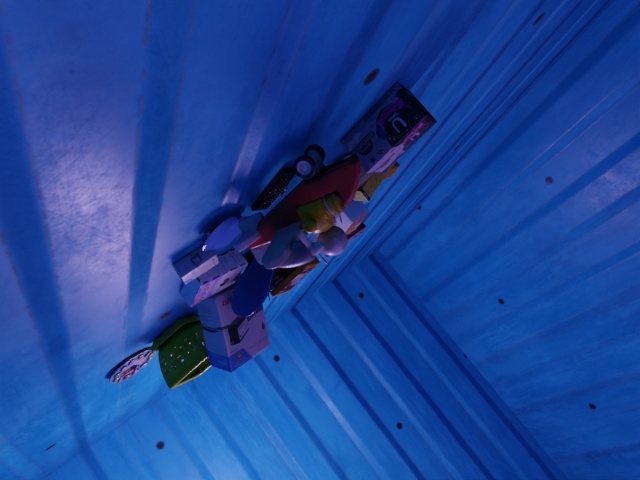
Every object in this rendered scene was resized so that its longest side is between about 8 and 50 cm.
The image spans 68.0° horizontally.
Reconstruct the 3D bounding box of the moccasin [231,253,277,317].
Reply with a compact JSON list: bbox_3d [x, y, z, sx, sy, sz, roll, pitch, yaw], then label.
[{"bbox_3d":[-0.203,0.120,1.705,0.342,0.137,0.117,-60,175,9],"label":"moccasin"}]

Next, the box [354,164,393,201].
[{"bbox_3d":[0.193,-0.247,1.717,0.087,0.058,0.232,9,-120,53],"label":"box"}]

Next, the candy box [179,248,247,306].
[{"bbox_3d":[-0.367,0.126,1.629,0.196,0.070,0.165,-28,164,-41],"label":"candy box"}]

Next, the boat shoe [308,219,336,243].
[{"bbox_3d":[0.000,0.000,2.244,0.267,0.088,0.096,-45,167,29],"label":"boat shoe"}]

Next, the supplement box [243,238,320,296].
[{"bbox_3d":[-0.146,0.074,1.807,0.191,0.194,0.129,-43,168,18],"label":"supplement box"}]

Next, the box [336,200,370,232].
[{"bbox_3d":[0.134,-0.102,2.266,0.130,0.091,0.170,-31,167,-33],"label":"box"}]

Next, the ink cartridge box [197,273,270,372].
[{"bbox_3d":[-0.333,0.309,1.831,0.128,0.308,0.223,6,-158,38],"label":"ink cartridge box"}]

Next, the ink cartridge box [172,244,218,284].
[{"bbox_3d":[-0.376,0.071,1.437,0.122,0.052,0.088,-34,168,-18],"label":"ink cartridge box"}]

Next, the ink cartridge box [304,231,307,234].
[{"bbox_3d":[0.025,-0.154,1.711,0.188,0.097,0.255,-31,166,-34],"label":"ink cartridge box"}]

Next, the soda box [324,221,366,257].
[{"bbox_3d":[0.111,-0.024,2.491,0.263,0.092,0.083,-34,169,-23],"label":"soda box"}]

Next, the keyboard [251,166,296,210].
[{"bbox_3d":[-0.127,-0.153,1.424,0.180,0.023,0.108,-45,167,31],"label":"keyboard"}]

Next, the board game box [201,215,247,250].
[{"bbox_3d":[-0.285,-0.032,1.382,0.133,0.033,0.168,-49,169,16],"label":"board game box"}]

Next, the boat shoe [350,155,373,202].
[{"bbox_3d":[0.075,-0.197,1.601,0.109,0.098,0.302,12,-127,50],"label":"boat shoe"}]

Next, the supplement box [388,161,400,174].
[{"bbox_3d":[0.215,-0.273,1.892,0.233,0.080,0.078,-26,161,-42],"label":"supplement box"}]

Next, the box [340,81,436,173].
[{"bbox_3d":[0.214,-0.337,1.475,0.247,0.142,0.163,-44,168,22],"label":"box"}]

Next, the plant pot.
[{"bbox_3d":[-0.540,0.440,1.958,0.227,0.207,0.228,-41,169,13],"label":"plant pot"}]

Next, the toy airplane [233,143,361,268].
[{"bbox_3d":[-0.052,-0.045,1.332,0.386,0.272,0.384,-51,-170,-19],"label":"toy airplane"}]

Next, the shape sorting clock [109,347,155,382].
[{"bbox_3d":[-0.771,0.519,1.958,0.206,0.040,0.206,-37,169,-9],"label":"shape sorting clock"}]
